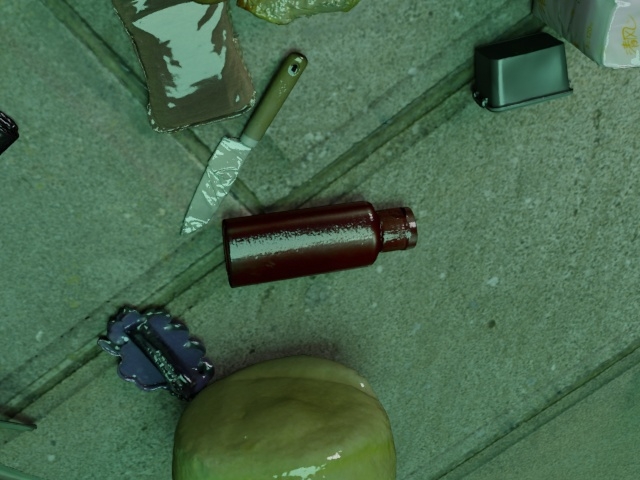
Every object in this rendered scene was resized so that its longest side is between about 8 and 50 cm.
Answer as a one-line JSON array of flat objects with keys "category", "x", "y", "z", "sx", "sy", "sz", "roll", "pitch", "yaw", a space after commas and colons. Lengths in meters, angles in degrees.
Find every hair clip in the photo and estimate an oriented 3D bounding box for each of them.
[{"category": "hair clip", "x": -0.232, "y": 0.167, "z": 1.305, "sx": 0.124, "sy": 0.052, "sz": 0.195, "roll": -35, "pitch": 122, "yaw": 2}]

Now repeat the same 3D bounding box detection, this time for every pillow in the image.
[{"category": "pillow", "x": -0.154, "y": -0.225, "z": 1.061, "sx": 0.135, "sy": 0.034, "sz": 0.211, "roll": -14, "pitch": 126, "yaw": -3}]

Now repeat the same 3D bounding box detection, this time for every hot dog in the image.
[{"category": "hot dog", "x": -0.010, "y": -0.290, "z": 1.040, "sx": 0.169, "sy": 0.061, "sz": 0.078, "roll": -8, "pitch": 96, "yaw": 12}]

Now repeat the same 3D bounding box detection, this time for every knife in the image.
[{"category": "knife", "x": -0.106, "y": -0.117, "z": 1.162, "sx": 0.047, "sy": 0.017, "sz": 0.298, "roll": 20, "pitch": 120, "yaw": -26}]

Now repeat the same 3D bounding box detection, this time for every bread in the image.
[{"category": "bread", "x": -0.052, "y": 0.318, "z": 1.311, "sx": 0.320, "sy": 0.320, "sz": 0.237, "roll": -14, "pitch": 112, "yaw": -7}]

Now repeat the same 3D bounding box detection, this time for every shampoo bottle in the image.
[{"category": "shampoo bottle", "x": 0.000, "y": 0.000, "z": 1.248, "sx": 0.260, "sy": 0.064, "sz": 0.102, "roll": -8, "pitch": 122, "yaw": -13}]

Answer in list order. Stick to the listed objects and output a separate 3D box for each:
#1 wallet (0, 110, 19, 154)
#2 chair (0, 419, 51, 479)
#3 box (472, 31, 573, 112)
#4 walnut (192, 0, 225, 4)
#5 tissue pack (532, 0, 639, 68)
[{"category": "wallet", "x": -0.513, "y": -0.065, "z": 1.054, "sx": 0.318, "sy": 0.045, "sz": 0.172, "roll": -41, "pitch": 127, "yaw": 12}, {"category": "chair", "x": -0.530, "y": 0.291, "z": 1.232, "sx": 0.203, "sy": 0.190, "sz": 0.274, "roll": -43, "pitch": 133, "yaw": 13}, {"category": "box", "x": 0.254, "y": -0.215, "z": 1.166, "sx": 0.122, "sy": 0.084, "sz": 0.069, "roll": -15, "pitch": 120, "yaw": -8}, {"category": "walnut", "x": -0.113, "y": -0.340, "z": 0.914, "sx": 0.165, "sy": 0.165, "sz": 0.197, "roll": 15, "pitch": 111, "yaw": -26}, {"category": "tissue pack", "x": 0.340, "y": -0.335, "z": 1.041, "sx": 0.124, "sy": 0.185, "sz": 0.225, "roll": -7, "pitch": 126, "yaw": -12}]
